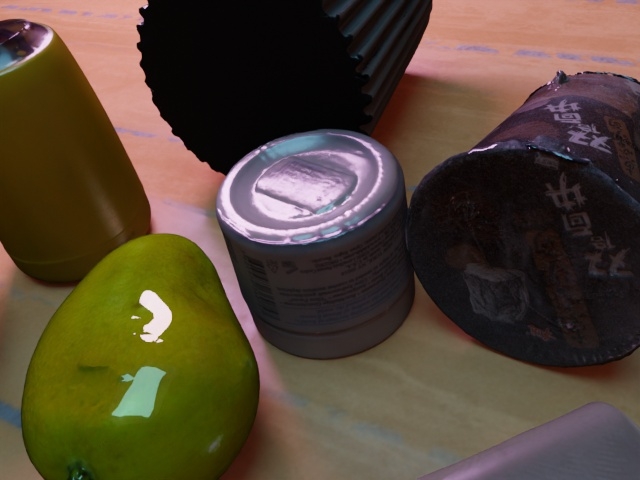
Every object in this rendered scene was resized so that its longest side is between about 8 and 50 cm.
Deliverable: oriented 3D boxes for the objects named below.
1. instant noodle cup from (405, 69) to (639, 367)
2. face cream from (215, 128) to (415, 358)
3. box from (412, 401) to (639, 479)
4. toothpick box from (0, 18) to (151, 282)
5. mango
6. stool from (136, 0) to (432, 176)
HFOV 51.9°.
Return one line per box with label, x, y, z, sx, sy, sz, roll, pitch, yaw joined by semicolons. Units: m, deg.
instant noodle cup;0.216;-0.033;0.587;0.218;0.217;0.207;18;43;29
face cream;0.000;0.000;0.636;0.177;0.152;0.177;-7;41;6
box;0.080;0.289;0.284;0.344;0.177;0.352;-21;41;-11
toothpick box;-0.312;-0.100;0.732;0.175;0.271;0.175;-7;42;6
mango;-0.154;0.108;0.559;0.185;0.149;0.273;-28;37;-6
stool;-0.019;-0.271;0.849;0.297;0.297;0.330;9;42;23
